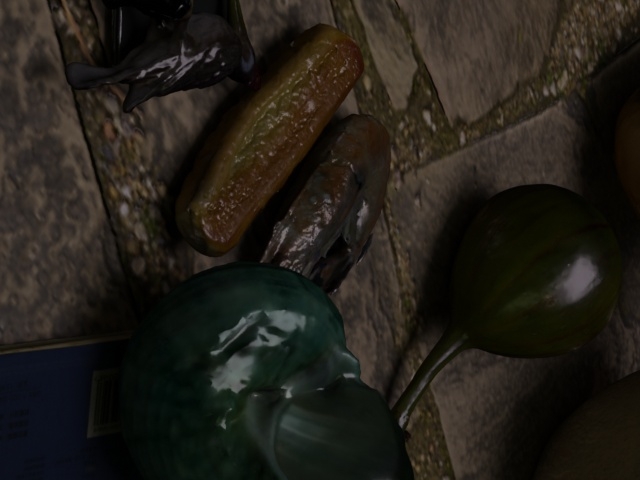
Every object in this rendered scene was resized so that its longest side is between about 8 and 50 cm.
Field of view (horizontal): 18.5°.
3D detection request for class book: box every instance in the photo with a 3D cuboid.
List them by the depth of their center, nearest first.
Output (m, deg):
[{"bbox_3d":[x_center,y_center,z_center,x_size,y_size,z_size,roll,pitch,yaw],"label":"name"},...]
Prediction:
[{"bbox_3d":[-0.182,0.197,1.275,0.191,0.025,0.269,-5,101,-54],"label":"book"}]

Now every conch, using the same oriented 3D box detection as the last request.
[{"bbox_3d":[-0.042,0.104,1.305,0.196,0.134,0.202,22,59,-29],"label":"conch"}]

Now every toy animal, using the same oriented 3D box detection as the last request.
[{"bbox_3d":[-0.089,-0.127,1.292,0.202,0.070,0.105,10,99,-63],"label":"toy animal"}]

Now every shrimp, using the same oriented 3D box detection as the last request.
[{"bbox_3d":[0.000,0.000,1.482,0.223,0.047,0.126,-56,149,-34],"label":"shrimp"}]

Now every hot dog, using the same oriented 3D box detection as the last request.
[{"bbox_3d":[-0.042,-0.077,1.397,0.066,0.047,0.216,53,54,-29],"label":"hot dog"}]

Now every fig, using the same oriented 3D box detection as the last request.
[{"bbox_3d":[0.135,0.055,1.656,0.259,0.151,0.151,-30,126,-16],"label":"fig"}]

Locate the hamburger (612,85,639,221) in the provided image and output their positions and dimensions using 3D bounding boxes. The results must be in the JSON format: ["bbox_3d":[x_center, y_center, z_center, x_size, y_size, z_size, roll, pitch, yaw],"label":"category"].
[{"bbox_3d":[0.425,-0.059,1.888,0.284,0.174,0.304,52,35,8],"label":"hamburger"}]

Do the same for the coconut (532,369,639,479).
[{"bbox_3d":[0.371,0.272,1.826,0.346,0.360,0.346,12,63,-24],"label":"coconut"}]

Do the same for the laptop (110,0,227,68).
[{"bbox_3d":[-0.097,-0.198,1.315,0.129,0.016,0.180,-13,107,-54],"label":"laptop"}]
